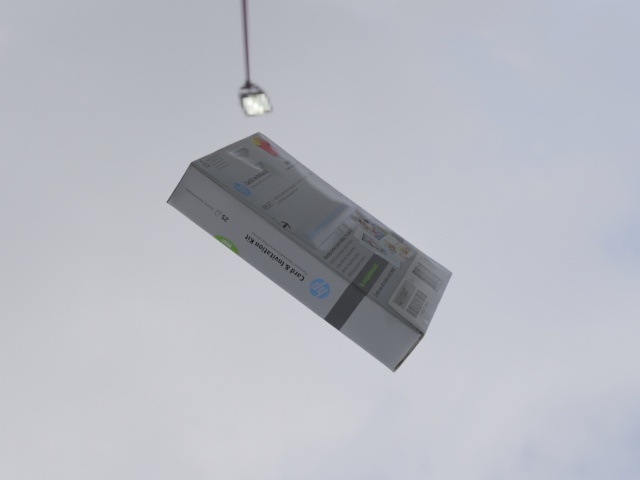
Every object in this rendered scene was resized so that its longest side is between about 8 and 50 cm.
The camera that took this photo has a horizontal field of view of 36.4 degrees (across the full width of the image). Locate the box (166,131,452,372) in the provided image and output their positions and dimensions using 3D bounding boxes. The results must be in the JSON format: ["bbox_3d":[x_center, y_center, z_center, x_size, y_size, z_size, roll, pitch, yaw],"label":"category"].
[{"bbox_3d":[0.000,0.000,0.684,0.186,0.038,0.145,37,-160,3],"label":"box"}]
